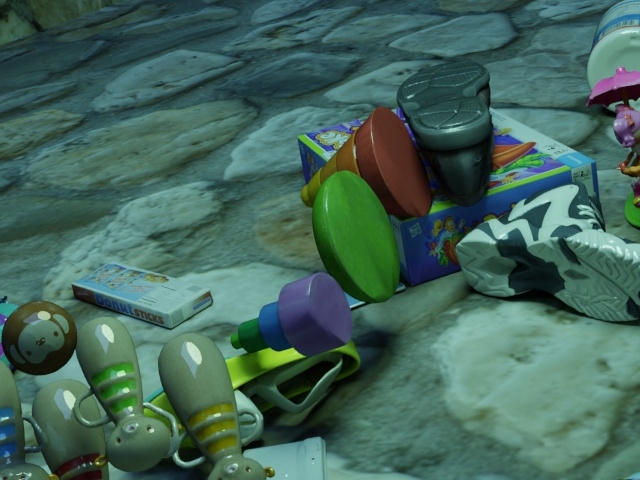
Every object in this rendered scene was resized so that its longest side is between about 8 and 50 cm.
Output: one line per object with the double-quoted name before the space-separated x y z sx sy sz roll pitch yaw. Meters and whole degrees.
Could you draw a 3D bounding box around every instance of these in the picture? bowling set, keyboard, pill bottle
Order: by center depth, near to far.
"bowling set" -0.195 0.152 0.915 0.287 0.200 0.154 -23 62 -3
"keyboard" -0.029 0.227 0.929 0.072 0.014 0.256 -15 23 5
"pill bottle" 0.439 -0.265 1.690 0.124 0.124 0.221 -2 25 19

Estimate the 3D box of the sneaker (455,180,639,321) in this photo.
"sneaker" 0.267 -0.003 1.207 0.235 0.094 0.153 0 32 47

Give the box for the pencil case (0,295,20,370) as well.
"pencil case" -0.342 0.120 1.238 0.070 0.064 0.152 -29 16 25

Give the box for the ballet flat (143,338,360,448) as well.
"ballet flat" -0.058 0.135 1.082 0.231 0.077 0.077 -26 55 -33

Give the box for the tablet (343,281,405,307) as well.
"tablet" 0.043 0.054 1.290 0.083 0.006 0.054 -20 25 -17

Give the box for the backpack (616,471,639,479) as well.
"backpack" 0.213 0.216 0.710 0.158 0.117 0.173 -22 26 -23

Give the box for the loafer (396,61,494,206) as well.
"loafer" 0.144 -0.125 1.362 0.109 0.095 0.302 -10 20 8

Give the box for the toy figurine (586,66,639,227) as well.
"toy figurine" 0.338 -0.100 1.279 0.130 0.159 0.173 -24 25 35

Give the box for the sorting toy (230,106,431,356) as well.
"sorting toy" 0.000 0.000 1.169 0.126 0.127 0.365 -20 23 28

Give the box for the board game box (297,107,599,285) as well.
"board game box" 0.140 -0.075 1.449 0.233 0.078 0.347 -17 24 -14

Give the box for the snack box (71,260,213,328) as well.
"snack box" -0.203 0.058 1.369 0.178 0.022 0.064 12 34 43
